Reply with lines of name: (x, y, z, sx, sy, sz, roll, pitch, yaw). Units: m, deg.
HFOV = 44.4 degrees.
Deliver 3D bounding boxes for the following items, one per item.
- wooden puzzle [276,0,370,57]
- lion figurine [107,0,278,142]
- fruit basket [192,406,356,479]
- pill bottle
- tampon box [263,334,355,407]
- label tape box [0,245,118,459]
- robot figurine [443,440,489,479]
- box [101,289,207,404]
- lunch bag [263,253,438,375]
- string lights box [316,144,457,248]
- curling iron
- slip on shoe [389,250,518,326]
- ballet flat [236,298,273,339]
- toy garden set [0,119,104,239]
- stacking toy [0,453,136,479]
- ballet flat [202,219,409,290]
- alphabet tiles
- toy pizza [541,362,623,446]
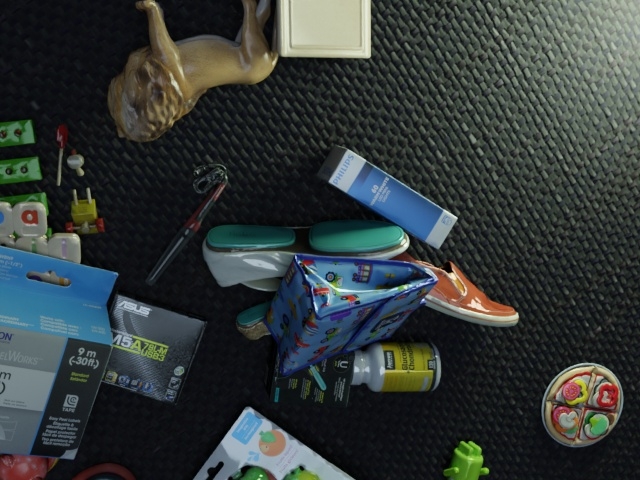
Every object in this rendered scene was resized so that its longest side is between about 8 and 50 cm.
wooden puzzle: (0.004, -0.454, 1.462, 0.238, 0.044, 0.221, -10, 104, -40)
lion figurine: (-0.206, -0.331, 1.439, 0.392, 0.142, 0.240, -15, 106, -10)
fruit basket: (-0.101, 0.570, 1.612, 0.353, 0.165, 0.327, 36, 92, -11)
pill bottle: (0.150, 0.263, 1.632, 0.184, 0.103, 0.103, 1, 100, -12)
tampon box: (-0.024, 0.262, 1.599, 0.160, 0.101, 0.121, 7, 100, -13)
label tape box: (-0.523, 0.207, 1.418, 0.249, 0.115, 0.348, 17, 97, -33)
robot figurine: (0.317, 0.503, 1.726, 0.101, 0.067, 0.115, 10, 99, -32)
box: (-0.344, 0.213, 1.559, 0.190, 0.045, 0.184, 20, 98, -14)
lunch bag: (0.069, 0.126, 1.489, 0.293, 0.138, 0.221, -6, 147, -26)
string lights box: (0.128, -0.087, 1.548, 0.259, 0.133, 0.077, 31, 94, -15)
curling iron: (-0.267, -0.033, 1.534, 0.068, 0.035, 0.274, 30, 93, -10)
slip on shoe: (0.268, 0.098, 1.622, 0.331, 0.123, 0.101, 23, 91, -9)
ballet flat: (-0.071, 0.145, 1.597, 0.206, 0.073, 0.067, -20, 131, -4)
toy garden set: (-0.522, -0.103, 1.468, 0.203, 0.049, 0.244, -7, 101, -8)
stacking toy: (-0.532, 0.537, 1.539, 0.309, 0.130, 0.280, 32, 93, -14)
ballet flat: (-0.029, 0.035, 1.534, 0.400, 0.139, 0.139, -1, 101, 4)
alphabet tiles: (-0.591, 0.049, 1.454, 0.284, 0.021, 0.278, 0, 121, -12)
toy pizza: (0.597, 0.377, 1.774, 0.201, 0.032, 0.201, -2, 101, -11)
